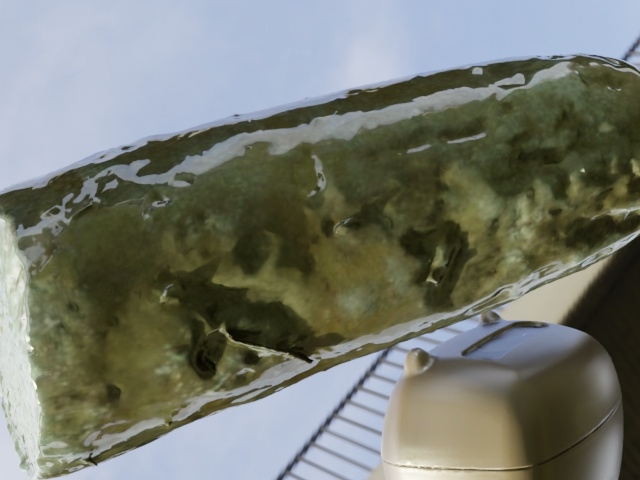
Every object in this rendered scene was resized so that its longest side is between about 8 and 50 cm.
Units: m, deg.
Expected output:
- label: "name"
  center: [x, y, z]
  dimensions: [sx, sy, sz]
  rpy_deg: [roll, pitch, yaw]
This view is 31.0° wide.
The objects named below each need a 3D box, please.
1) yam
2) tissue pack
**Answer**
- label: "yam"
  center: [0.000, 0.000, 0.507]
  dimensions: [0.330, 0.133, 0.133]
  rpy_deg: [-17, -72, -4]
- label: "tissue pack"
  center: [0.260, 0.256, 1.601]
  dimensions: [0.387, 0.267, 0.276]
  rpy_deg: [-19, -75, -55]
